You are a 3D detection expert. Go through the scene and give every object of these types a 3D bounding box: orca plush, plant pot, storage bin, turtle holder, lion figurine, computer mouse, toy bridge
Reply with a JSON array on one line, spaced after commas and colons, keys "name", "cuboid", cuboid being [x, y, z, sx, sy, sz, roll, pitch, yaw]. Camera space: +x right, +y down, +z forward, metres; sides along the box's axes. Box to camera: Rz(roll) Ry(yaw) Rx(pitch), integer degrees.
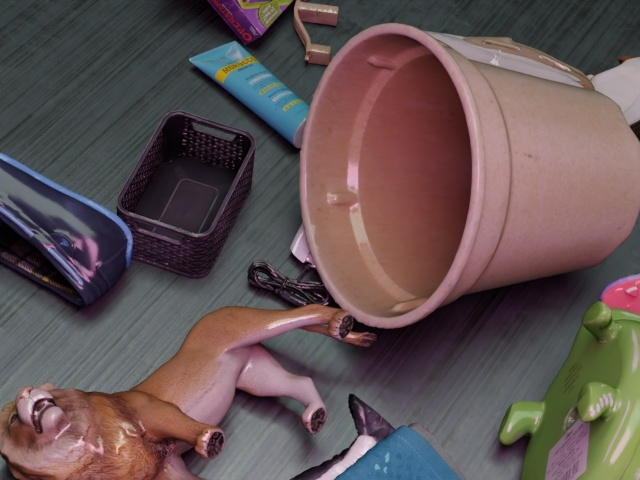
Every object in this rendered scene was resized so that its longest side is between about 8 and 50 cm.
[{"name": "orca plush", "cuboid": [-0.047, 0.274, 1.357, 0.102, 0.151, 0.287, 11, 60, 49]}, {"name": "plant pot", "cuboid": [0.191, -0.071, 1.537, 0.305, 0.334, 0.334, 0, 49, -33]}, {"name": "storage bin", "cuboid": [-0.162, -0.057, 1.616, 0.122, 0.084, 0.180, 18, 53, 6]}, {"name": "turtle holder", "cuboid": [0.329, 0.212, 1.406, 0.227, 0.243, 0.320, 27, 12, -5]}, {"name": "lion figurine", "cuboid": [-0.141, 0.162, 1.426, 0.240, 0.142, 0.392, 15, 31, 37]}, {"name": "computer mouse", "cuboid": [0.000, 0.000, 1.619, 0.106, 0.042, 0.193, 25, 53, 13]}, {"name": "toy bridge", "cuboid": [-0.006, -0.320, 1.881, 0.063, 0.026, 0.188, 9, 51, 2]}]

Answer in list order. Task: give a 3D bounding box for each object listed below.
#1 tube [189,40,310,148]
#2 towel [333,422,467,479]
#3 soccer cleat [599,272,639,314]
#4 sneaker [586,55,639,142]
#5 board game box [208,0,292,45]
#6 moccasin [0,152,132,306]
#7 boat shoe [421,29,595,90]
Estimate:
[{"name": "tube", "cuboid": [-0.080, -0.199, 1.767, 0.080, 0.052, 0.207, -24, 52, -37]}, {"name": "towel", "cuboid": [0.047, 0.379, 1.280, 0.370, 0.040, 0.271, -36, 84, -29]}, {"name": "soccer cleat", "cuboid": [0.453, 0.059, 1.624, 0.248, 0.083, 0.095, -7, 24, -7]}, {"name": "sneaker", "cuboid": [0.375, -0.146, 1.767, 0.123, 0.106, 0.290, 18, 48, 33]}, {"name": "board game box", "cuboid": [-0.074, -0.459, 1.900, 0.208, 0.056, 0.347, 47, 53, -13]}, {"name": "moccasin", "cuboid": [-0.386, -0.032, 1.533, 0.342, 0.138, 0.117, 20, 56, 9]}, {"name": "boat shoe", "cuboid": [0.217, -0.214, 1.768, 0.302, 0.113, 0.103, 26, 42, 26]}]
